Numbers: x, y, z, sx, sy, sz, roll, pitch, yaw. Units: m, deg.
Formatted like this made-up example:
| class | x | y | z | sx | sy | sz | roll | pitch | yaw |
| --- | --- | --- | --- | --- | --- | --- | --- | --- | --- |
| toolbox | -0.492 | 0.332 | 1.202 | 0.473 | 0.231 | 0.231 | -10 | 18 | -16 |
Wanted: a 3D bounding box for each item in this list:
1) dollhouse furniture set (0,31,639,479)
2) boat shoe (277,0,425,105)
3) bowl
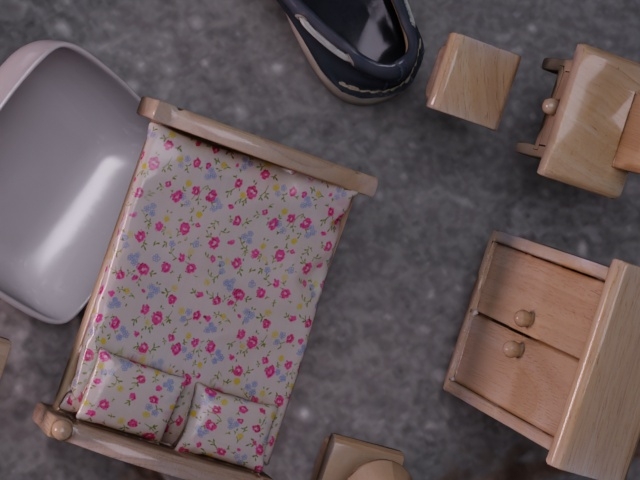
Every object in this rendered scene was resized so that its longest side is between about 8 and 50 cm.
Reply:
| class | x | y | z | sx | sy | sz | roll | pitch | yaw |
| --- | --- | --- | --- | --- | --- | --- | --- | --- | --- |
| dollhouse furniture set | 0.000 | 0.000 | 1.019 | 0.356 | 0.174 | 0.303 | 17 | 92 | -19 |
| boat shoe | -0.020 | -0.199 | 1.153 | 0.095 | 0.079 | 0.254 | -26 | 85 | -11 |
| bowl | -0.164 | -0.037 | 1.093 | 0.053 | 0.142 | 0.142 | 24 | 76 | 38 |
